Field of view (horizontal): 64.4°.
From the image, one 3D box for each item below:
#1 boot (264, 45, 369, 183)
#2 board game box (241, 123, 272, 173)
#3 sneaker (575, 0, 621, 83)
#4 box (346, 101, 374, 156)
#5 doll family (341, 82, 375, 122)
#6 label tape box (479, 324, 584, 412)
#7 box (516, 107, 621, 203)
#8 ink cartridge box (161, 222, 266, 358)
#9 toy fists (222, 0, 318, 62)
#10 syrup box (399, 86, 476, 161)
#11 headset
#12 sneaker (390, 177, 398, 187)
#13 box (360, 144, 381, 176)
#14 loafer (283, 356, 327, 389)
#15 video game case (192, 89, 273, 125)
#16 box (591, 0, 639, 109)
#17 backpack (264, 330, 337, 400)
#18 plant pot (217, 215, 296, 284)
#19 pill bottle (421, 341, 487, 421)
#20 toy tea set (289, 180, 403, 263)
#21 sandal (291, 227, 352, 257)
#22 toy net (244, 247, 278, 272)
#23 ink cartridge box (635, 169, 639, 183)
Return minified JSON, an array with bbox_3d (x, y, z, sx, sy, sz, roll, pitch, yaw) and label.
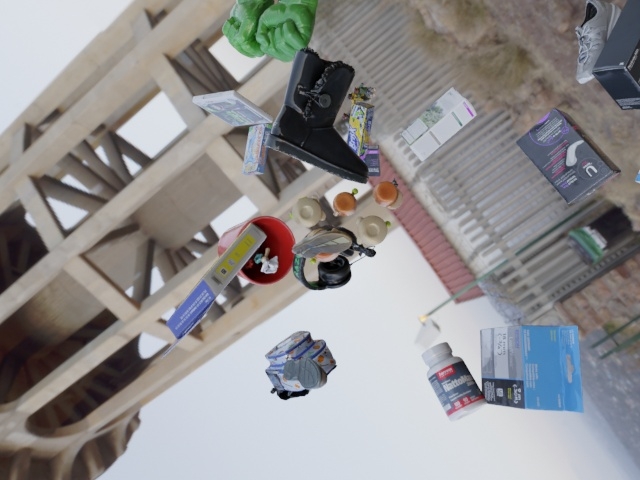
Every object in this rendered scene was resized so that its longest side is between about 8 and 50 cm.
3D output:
[{"bbox_3d":[0.028,-0.241,1.009,0.246,0.207,0.094,20,-172,-27],"label":"boot"},{"bbox_3d":[-0.261,-0.371,2.077,0.035,0.201,0.136,12,176,-36],"label":"board game box"},{"bbox_3d":[0.833,-0.620,1.584,0.115,0.281,0.105,22,167,-12],"label":"sneaker"},{"bbox_3d":[0.129,-0.364,1.672,0.059,0.169,0.054,27,-145,29],"label":"box"},{"bbox_3d":[0.154,-0.563,2.112,0.076,0.111,0.193,-121,32,-56],"label":"doll family"},{"bbox_3d":[0.614,0.377,1.522,0.333,0.105,0.241,140,135,-70],"label":"label tape box"},{"bbox_3d":[0.801,-0.272,1.649,0.143,0.165,0.270,-6,-121,-49],"label":"box"},{"bbox_3d":[-0.296,0.131,1.319,0.072,0.303,0.307,43,-133,-5],"label":"ink cartridge box"},{"bbox_3d":[-0.126,-0.500,1.192,0.279,0.142,0.096,22,-164,37],"label":"toy fists"},{"bbox_3d":[0.397,-0.393,1.723,0.096,0.237,0.093,37,-161,-41],"label":"syrup box"},{"bbox_3d":[0.051,0.051,1.925,0.394,0.244,0.185,-3,-155,-39],"label":"headset"},{"bbox_3d":[0.264,-0.194,1.834,0.038,0.069,0.098,13,177,-6],"label":"sneaker"},{"bbox_3d":[0.195,-0.337,2.162,0.162,0.116,0.029,75,-159,-51],"label":"box"},{"bbox_3d":[-0.035,0.432,1.669,0.084,0.096,0.267,13,168,-26],"label":"loafer"},{"bbox_3d":[-0.271,-0.408,1.588,0.190,0.173,0.022,22,-105,-55],"label":"video game case"},{"bbox_3d":[0.874,-0.517,1.377,0.184,0.261,0.103,32,174,-31],"label":"box"},{"bbox_3d":[-0.073,0.484,2.028,0.263,0.276,0.213,-8,116,54],"label":"backpack"},{"bbox_3d":[-0.272,0.038,2.029,0.275,0.275,0.243,46,155,-27],"label":"plant pot"},{"bbox_3d":[0.338,0.362,1.316,0.108,0.108,0.180,32,-153,-58],"label":"pill bottle"},{"bbox_3d":[0.088,-0.059,1.501,0.124,0.335,0.200,18,-124,-85],"label":"toy tea set"},{"bbox_3d":[0.000,0.000,1.204,0.072,0.180,0.049,34,-122,-30],"label":"sandal"},{"bbox_3d":[-0.238,0.068,1.917,0.045,0.122,0.232,41,179,-38],"label":"toy net"},{"bbox_3d":[1.156,-0.246,1.752,0.088,0.123,0.052,16,-175,-25],"label":"ink cartridge box"}]
